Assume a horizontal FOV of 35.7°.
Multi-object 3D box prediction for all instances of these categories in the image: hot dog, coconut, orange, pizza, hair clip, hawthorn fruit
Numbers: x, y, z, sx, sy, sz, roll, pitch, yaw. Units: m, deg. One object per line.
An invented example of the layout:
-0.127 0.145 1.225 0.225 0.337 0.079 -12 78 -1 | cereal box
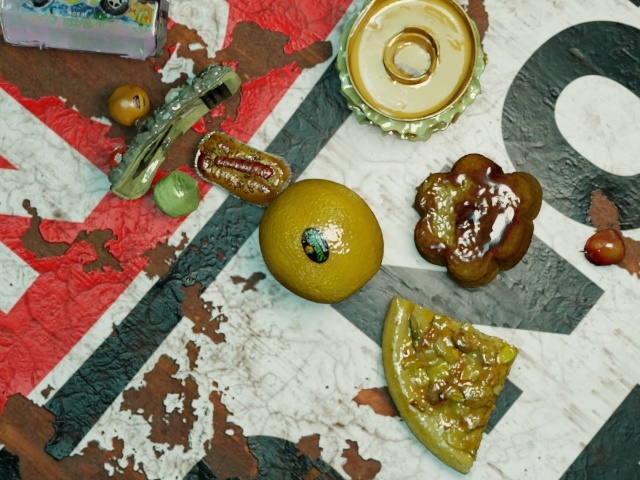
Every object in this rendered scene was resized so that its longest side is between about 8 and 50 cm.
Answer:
-0.150 -0.135 1.900 0.191 0.059 0.108 24 84 5 | hot dog
-0.269 -0.089 1.887 0.096 0.088 0.087 -26 86 21 | coconut
-0.367 -0.259 1.902 0.084 0.083 0.083 0 87 2 | orange
0.208 0.269 1.856 0.258 0.087 0.268 22 90 6 | pizza
-0.292 -0.219 1.874 0.091 0.138 0.321 43 89 14 | hair clip
0.533 0.016 1.861 0.077 0.077 0.077 0 87 2 | hawthorn fruit
0.000 0.000 1.808 0.237 0.236 0.236 0 87 2 | orange

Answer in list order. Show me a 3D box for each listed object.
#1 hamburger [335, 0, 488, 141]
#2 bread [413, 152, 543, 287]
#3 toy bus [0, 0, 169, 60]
0.166 -0.317 1.818 0.275 0.212 0.274 0 87 6 | hamburger
0.276 -0.041 1.840 0.232 0.135 0.246 25 90 16 | bread
-0.454 -0.423 1.904 0.317 0.112 0.137 5 98 3 | toy bus
